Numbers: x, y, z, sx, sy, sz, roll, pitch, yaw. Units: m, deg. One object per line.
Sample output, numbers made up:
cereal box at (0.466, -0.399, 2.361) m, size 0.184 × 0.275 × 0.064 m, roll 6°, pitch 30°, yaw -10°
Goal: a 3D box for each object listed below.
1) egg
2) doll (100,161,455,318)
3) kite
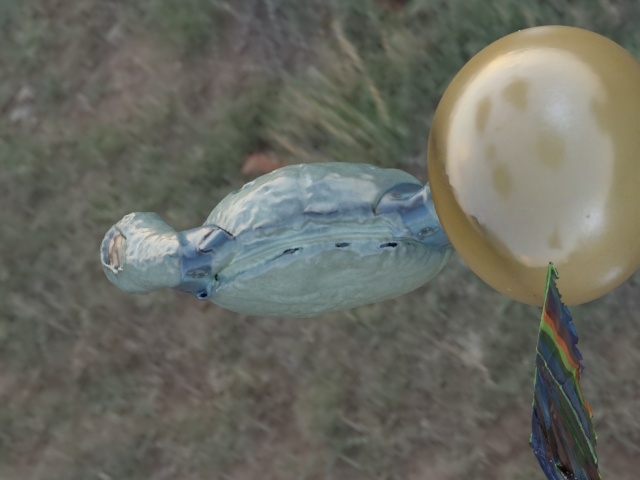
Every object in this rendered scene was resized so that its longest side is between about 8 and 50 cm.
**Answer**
egg at (0.072, -0.021, 0.593) m, size 0.080 × 0.080 × 0.096 m, roll -25°, pitch 23°, yaw 23°
doll at (0.000, 0.000, 0.885) m, size 0.214 × 0.103 × 0.071 m, roll -6°, pitch 90°, yaw 6°
kite at (0.060, 0.056, 0.415) m, size 0.004 × 0.122 × 0.090 m, roll -22°, pitch 20°, yaw -9°
